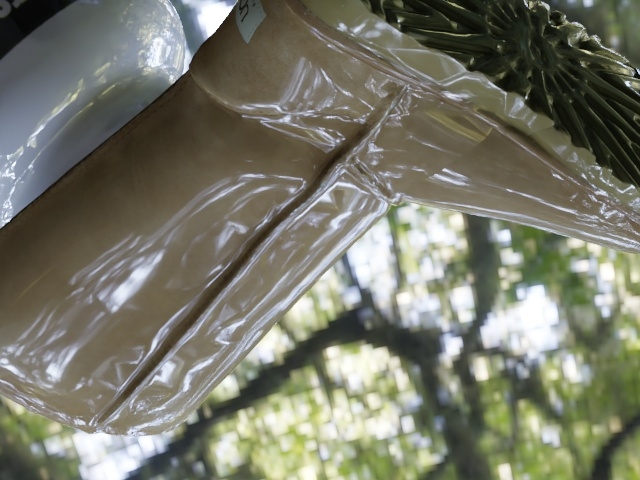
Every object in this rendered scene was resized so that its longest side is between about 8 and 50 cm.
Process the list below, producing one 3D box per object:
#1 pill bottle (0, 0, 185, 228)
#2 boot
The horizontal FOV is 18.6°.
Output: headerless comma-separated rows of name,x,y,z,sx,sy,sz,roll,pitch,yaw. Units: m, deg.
pill bottle,-0.195,-0.108,1.034,0.334,0.188,0.188,42,-123,11
boot,0.000,0.000,0.833,0.269,0.236,0.089,-45,-155,34
